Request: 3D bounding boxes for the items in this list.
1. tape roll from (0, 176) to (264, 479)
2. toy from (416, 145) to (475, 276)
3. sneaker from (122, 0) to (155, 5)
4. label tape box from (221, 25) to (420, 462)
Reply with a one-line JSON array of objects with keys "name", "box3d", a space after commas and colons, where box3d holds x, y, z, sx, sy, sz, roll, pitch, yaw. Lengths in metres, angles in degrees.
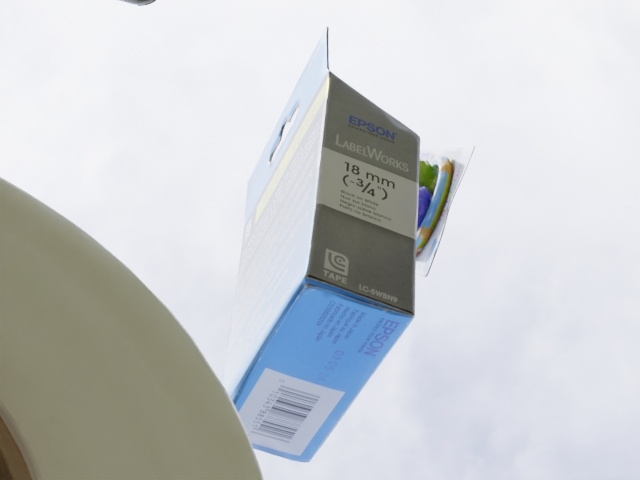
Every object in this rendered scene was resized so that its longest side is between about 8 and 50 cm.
[{"name": "tape roll", "box3d": [-0.150, 0.110, 0.323, 0.246, 0.169, 0.246, 14, -133, -16]}, {"name": "toy", "box3d": [0.092, -0.041, 1.386, 0.056, 0.237, 0.137, 19, -90, -5]}, {"name": "sneaker", "box3d": [-0.129, -0.303, 1.135, 0.282, 0.099, 0.153, -27, -112, -26]}, {"name": "label tape box", "box3d": [0.000, 0.000, 1.235, 0.106, 0.241, 0.334, 18, -135, -13]}]
